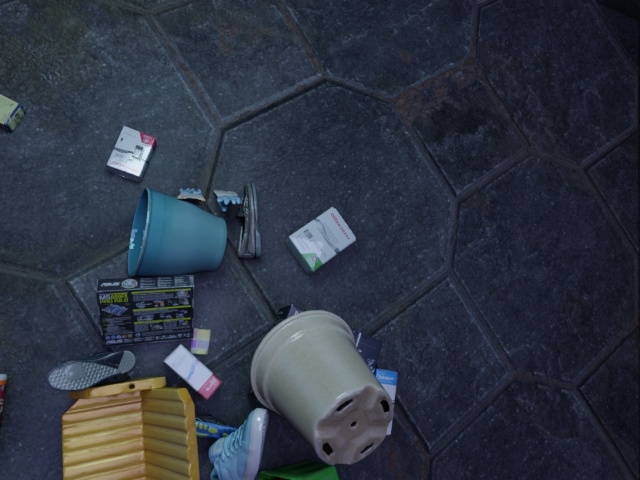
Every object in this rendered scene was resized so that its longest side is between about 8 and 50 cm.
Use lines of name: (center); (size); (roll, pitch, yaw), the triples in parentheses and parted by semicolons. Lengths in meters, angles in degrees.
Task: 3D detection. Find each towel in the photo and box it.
towel: (-0.392, 0.330, 1.535); (0.060, 0.009, 0.083); (7, 77, -17)

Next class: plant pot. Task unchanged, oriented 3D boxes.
plant pot: (0.020, 0.402, 1.241); (0.333, 0.305, 0.334); (-10, 113, -24)
plant pot: (-0.441, -0.007, 1.471); (0.255, 0.271, 0.272); (10, 75, -30)

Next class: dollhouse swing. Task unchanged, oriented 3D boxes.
dollhouse swing: (-0.523, 0.568, 1.273); (0.315, 0.305, 0.347); (-1, 80, -28)

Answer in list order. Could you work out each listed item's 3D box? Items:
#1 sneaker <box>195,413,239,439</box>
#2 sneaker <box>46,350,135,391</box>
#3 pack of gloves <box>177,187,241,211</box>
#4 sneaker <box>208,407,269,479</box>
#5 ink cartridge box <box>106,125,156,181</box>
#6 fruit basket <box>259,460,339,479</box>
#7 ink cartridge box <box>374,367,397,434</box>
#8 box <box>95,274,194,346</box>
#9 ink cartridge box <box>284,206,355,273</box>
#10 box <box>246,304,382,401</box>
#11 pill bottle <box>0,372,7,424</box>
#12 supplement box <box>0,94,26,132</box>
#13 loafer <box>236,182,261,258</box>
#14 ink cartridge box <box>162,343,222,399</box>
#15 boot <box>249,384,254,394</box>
sneaker: (-0.327, 0.583, 1.469); (0.188, 0.078, 0.067); (27, 100, -25)
sneaker: (-0.671, 0.373, 1.341); (0.226, 0.163, 0.086); (-4, 82, -45)
pack of gloves: (-0.366, -0.132, 1.543); (0.195, 0.232, 0.046); (3, 103, -16)
sneaker: (-0.250, 0.618, 1.365); (0.150, 0.135, 0.366); (15, 118, -6)
ink cartridge box: (-0.626, -0.285, 1.561); (0.109, 0.063, 0.151); (20, 73, -14)
fruit basket: (-0.104, 0.883, 1.393); (0.391, 0.283, 0.392); (13, 67, -32)
ink cartridge box: (0.184, 0.543, 1.605); (0.085, 0.148, 0.203); (15, 74, -16)
box: (-0.522, 0.212, 1.422); (0.269, 0.060, 0.216); (-2, 123, -18)
ink cartridge box: (0.000, 0.000, 1.694); (0.208, 0.087, 0.153); (-34, 90, -21)
box: (-0.018, 0.421, 1.549); (0.343, 0.179, 0.313); (24, 71, -12)
pill bottle: (-0.930, 0.475, 1.266); (0.121, 0.121, 0.221); (4, 77, -17)
supplement box: (-0.991, -0.400, 1.469); (0.083, 0.056, 0.083); (27, 71, -11)
loafer: (-0.256, -0.069, 1.625); (0.084, 0.096, 0.268); (-5, 82, -13)
ink cartridge box: (-0.397, 0.405, 1.453); (0.175, 0.127, 0.072); (44, 68, -5)
boot: (-0.131, 0.366, 1.404); (0.219, 0.082, 0.106); (-27, 63, -16)
